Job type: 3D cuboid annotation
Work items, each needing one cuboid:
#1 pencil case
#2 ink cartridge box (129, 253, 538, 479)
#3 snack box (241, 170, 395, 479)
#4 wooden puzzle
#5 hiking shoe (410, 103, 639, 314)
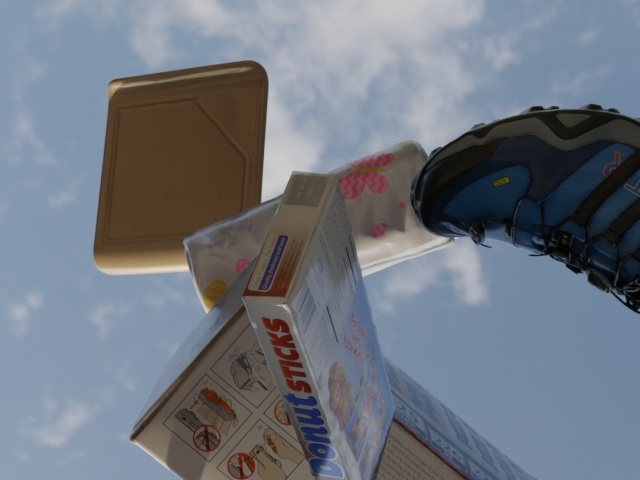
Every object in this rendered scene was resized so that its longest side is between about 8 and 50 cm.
[{"bbox_3d":[0.000,0.000,1.062,0.273,0.113,0.124,-25,-133,-1],"label":"pencil case"},{"bbox_3d":[0.029,0.160,0.826,0.309,0.272,0.130,40,-85,-6],"label":"ink cartridge box"},{"bbox_3d":[0.005,0.053,0.462,0.022,0.178,0.064,6,-128,18],"label":"snack box"},{"bbox_3d":[-0.161,-0.081,1.255,0.220,0.044,0.239,-4,-101,25],"label":"wooden puzzle"},{"bbox_3d":[0.204,-0.011,0.719,0.304,0.113,0.132,1,-121,18],"label":"hiking shoe"}]
